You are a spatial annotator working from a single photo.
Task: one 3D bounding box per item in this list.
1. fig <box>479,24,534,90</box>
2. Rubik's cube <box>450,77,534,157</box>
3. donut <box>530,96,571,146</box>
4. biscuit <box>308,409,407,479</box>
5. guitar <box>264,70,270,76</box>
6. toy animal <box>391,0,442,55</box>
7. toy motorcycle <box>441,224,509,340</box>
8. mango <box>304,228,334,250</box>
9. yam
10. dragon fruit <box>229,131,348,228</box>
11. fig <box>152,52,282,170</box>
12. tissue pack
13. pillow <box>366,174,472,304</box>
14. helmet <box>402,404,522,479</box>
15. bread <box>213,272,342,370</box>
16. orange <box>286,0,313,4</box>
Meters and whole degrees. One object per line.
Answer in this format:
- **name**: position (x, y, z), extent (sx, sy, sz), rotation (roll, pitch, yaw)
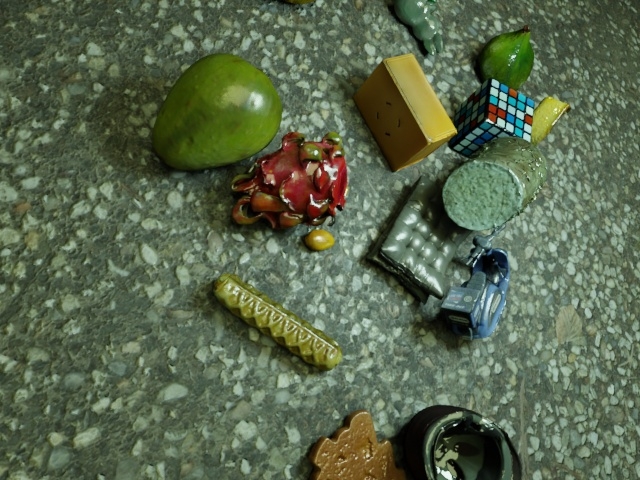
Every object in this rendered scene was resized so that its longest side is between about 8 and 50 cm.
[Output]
- **fig**: position (0.687, -0.659, 1.580), extent (0.202, 0.235, 0.203), rotation (6, 68, -17)
- **Rubik's cube**: position (0.561, -0.381, 1.470), extent (0.186, 0.184, 0.182), rotation (22, 67, -15)
- **donut**: position (0.722, -0.364, 1.519), extent (0.101, 0.259, 0.152), rotation (39, 81, 8)
- **biscuit**: position (0.099, 0.581, 1.067), extent (0.306, 0.043, 0.284), rotation (41, 62, -8)
- **guitar**: position (-0.249, -0.454, 1.254), extent (0.233, 0.025, 0.088), rotation (-17, 80, -25)
- **toy animal**: position (0.352, -0.760, 1.557), extent (0.125, 0.127, 0.252), rotation (-33, 102, -38)
- **toy motorcycle**: position (0.464, 0.119, 1.281), extent (0.359, 0.125, 0.213), rotation (-54, 134, -34)
- **mango**: position (0.000, 0.000, 1.206), extent (0.089, 0.046, 0.060), rotation (9, 73, -33)
- **yam**: position (0.496, -0.166, 1.279), extent (0.241, 0.241, 0.348), rotation (56, 40, 2)
- **dragon fruit**: position (-0.069, -0.138, 1.116), extent (0.307, 0.243, 0.228), rotation (-44, 131, -31)
- **fig**: position (-0.252, -0.294, 1.084), extent (0.326, 0.258, 0.258), rotation (-40, 91, -11)
- **tissue pack**: position (0.252, -0.382, 1.341), extent (0.145, 0.194, 0.275), rotation (-26, 86, -26)
- **pillow**: position (0.304, -0.007, 1.300), extent (0.228, 0.101, 0.326), rotation (39, 62, -8)
- **helmet**: position (0.327, 0.531, 1.101), extent (0.305, 0.177, 0.225), rotation (43, 70, -15)
- **bread**: position (-0.100, 0.199, 1.084), extent (0.367, 0.084, 0.077), rotation (36, 104, -10)
- **orange**: position (-0.078, -0.817, 1.361), extent (0.237, 0.158, 0.180), rotation (-7, 83, -27)
